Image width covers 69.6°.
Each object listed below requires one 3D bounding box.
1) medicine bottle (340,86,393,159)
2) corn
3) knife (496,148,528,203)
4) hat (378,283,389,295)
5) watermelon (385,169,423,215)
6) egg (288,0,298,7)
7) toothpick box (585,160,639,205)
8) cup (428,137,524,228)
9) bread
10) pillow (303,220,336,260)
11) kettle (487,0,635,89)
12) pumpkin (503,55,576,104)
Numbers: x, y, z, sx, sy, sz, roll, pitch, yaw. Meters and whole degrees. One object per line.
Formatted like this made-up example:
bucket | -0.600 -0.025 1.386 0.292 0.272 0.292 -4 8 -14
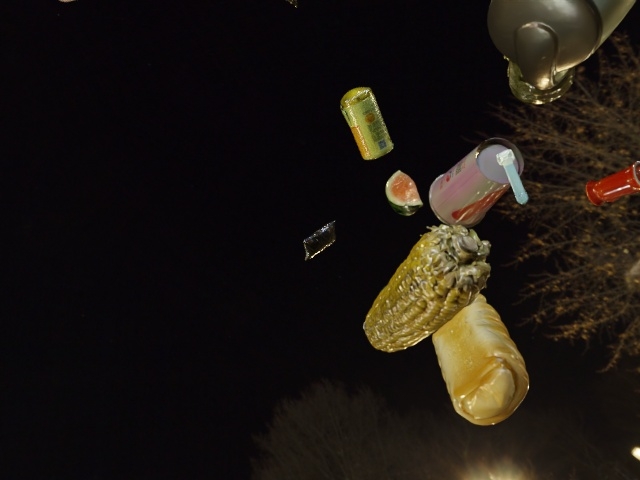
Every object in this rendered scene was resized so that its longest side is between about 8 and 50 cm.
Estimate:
medicine bottle | 0.156 -0.403 1.575 0.124 0.124 0.239 -32 -69 -12
corn | 0.148 0.089 0.692 0.115 0.115 0.318 -16 -26 -22
knife | 0.321 -0.105 0.765 0.027 0.096 0.010 -23 -13 26
hat | 0.261 0.224 1.440 0.138 0.078 0.191 -29 -80 22
watermelon | 0.304 -0.171 1.703 0.119 0.245 0.063 -36 -55 14
egg | -0.158 -0.613 0.874 0.337 0.337 0.201 12 -59 -33
toothpick box | 0.466 -0.087 0.722 0.047 0.083 0.047 7 -107 -23
cup | 0.458 -0.169 1.344 0.203 0.203 0.288 -31 -12 -13
bread | 0.335 0.254 0.974 0.121 0.311 0.173 37 -69 -11
pillow | 0.000 0.000 1.585 0.150 0.048 0.090 -34 -53 -27
kettle | 0.324 -0.320 0.585 0.236 0.161 0.221 -57 -31 -13
pumpkin | 0.488 -0.414 1.011 0.223 0.157 0.224 -17 -70 -61
